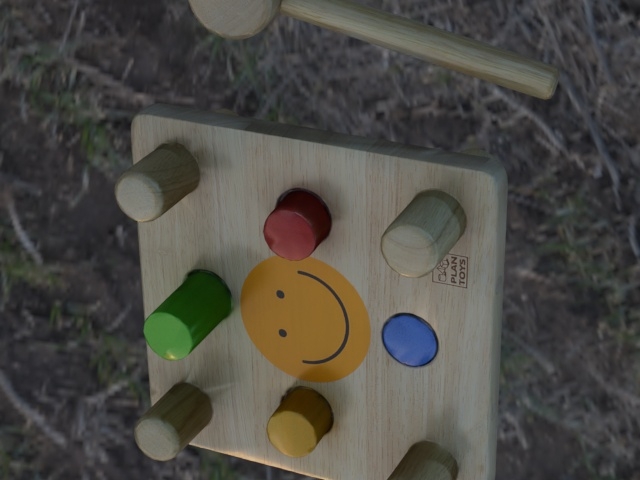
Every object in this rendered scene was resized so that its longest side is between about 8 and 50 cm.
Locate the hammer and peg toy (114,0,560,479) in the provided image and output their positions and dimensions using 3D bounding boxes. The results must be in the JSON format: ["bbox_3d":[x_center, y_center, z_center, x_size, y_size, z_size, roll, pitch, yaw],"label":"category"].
[{"bbox_3d":[0.000,0.000,0.985,0.266,0.127,0.361,12,119,22],"label":"hammer and peg toy"}]
